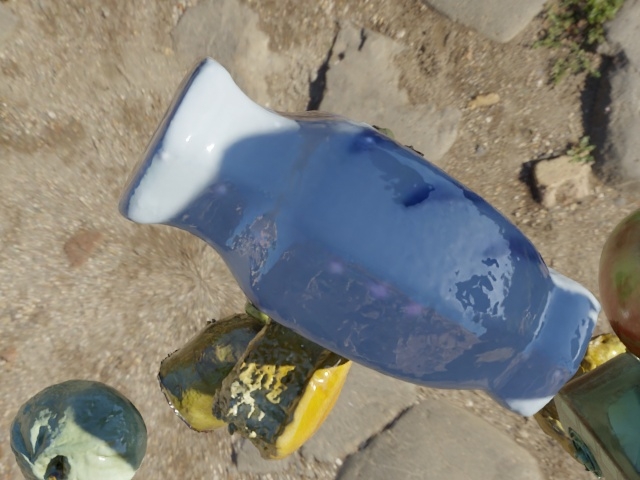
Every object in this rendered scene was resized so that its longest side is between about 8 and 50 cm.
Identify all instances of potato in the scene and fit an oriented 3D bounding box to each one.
[{"bbox_3d":[-0.174,0.258,1.708,0.266,0.229,0.229,-26,91,20],"label":"potato"}]

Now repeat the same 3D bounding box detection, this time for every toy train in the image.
[{"bbox_3d":[0.403,0.271,1.013,0.129,0.326,0.159,-27,134,-3],"label":"toy train"}]

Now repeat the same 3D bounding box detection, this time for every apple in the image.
[{"bbox_3d":[0.614,0.077,1.354,0.319,0.319,0.277,-43,128,-8],"label":"apple"}]

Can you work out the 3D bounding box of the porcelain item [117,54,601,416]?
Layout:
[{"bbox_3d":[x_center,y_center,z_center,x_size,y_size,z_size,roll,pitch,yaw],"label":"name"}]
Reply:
[{"bbox_3d":[0.037,-0.002,0.738,0.405,0.242,0.178,28,96,-15],"label":"porcelain item"}]

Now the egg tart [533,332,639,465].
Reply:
[{"bbox_3d":[0.522,0.268,1.478,0.341,0.341,0.129,5,125,-8],"label":"egg tart"}]

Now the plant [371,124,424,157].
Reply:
[{"bbox_3d":[0.114,-0.127,1.334,0.085,0.087,0.174,-23,60,-38],"label":"plant"}]

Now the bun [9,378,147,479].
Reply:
[{"bbox_3d":[-0.352,0.298,1.205,0.195,0.118,0.195,1,108,4],"label":"bun"}]

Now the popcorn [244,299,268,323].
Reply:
[{"bbox_3d":[-0.001,0.008,1.531,0.279,0.274,0.335,7,118,-5],"label":"popcorn"}]

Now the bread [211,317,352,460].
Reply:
[{"bbox_3d":[-0.038,0.163,0.957,0.121,0.245,0.174,37,74,8],"label":"bread"}]
